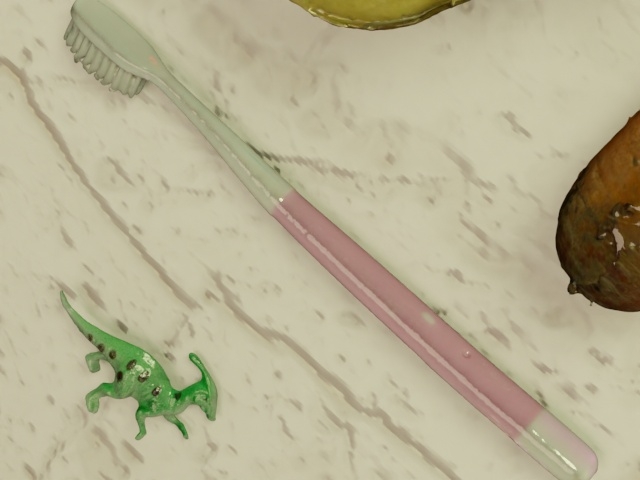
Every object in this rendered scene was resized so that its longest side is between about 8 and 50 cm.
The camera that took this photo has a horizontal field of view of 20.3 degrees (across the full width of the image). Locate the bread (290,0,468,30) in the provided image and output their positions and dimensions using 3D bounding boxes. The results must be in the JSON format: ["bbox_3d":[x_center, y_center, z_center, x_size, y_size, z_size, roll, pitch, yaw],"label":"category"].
[{"bbox_3d":[0.081,-0.143,0.558,0.245,0.094,0.102,-18,120,39],"label":"bread"}]

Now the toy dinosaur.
[{"bbox_3d":[-0.081,0.055,0.800,0.062,0.021,0.083,-15,107,29],"label":"toy dinosaur"}]

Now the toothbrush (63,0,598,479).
[{"bbox_3d":[0.000,0.000,0.724,0.286,0.020,0.025,42,136,10],"label":"toothbrush"}]

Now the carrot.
[{"bbox_3d":[0.147,-0.045,0.587,0.060,0.060,0.186,45,123,7],"label":"carrot"}]
